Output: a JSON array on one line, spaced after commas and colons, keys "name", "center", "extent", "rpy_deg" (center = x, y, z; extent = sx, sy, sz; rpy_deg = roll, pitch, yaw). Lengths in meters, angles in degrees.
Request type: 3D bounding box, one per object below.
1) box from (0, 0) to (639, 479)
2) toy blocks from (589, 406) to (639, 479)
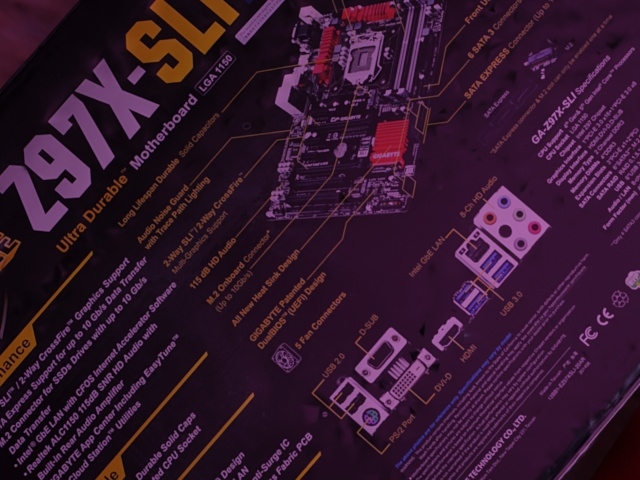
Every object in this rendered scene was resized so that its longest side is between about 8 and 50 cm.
[{"name": "box", "center": [0.000, 0.000, 0.499], "extent": [0.257, 0.079, 0.322], "rpy_deg": [40, 88, 6]}, {"name": "toy blocks", "center": [0.252, 0.105, 0.523], "extent": [0.381, 0.191, 0.261], "rpy_deg": [-18, 83, -39]}]
